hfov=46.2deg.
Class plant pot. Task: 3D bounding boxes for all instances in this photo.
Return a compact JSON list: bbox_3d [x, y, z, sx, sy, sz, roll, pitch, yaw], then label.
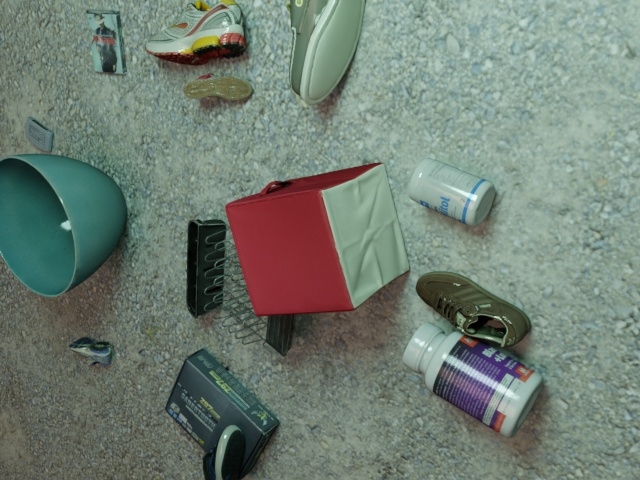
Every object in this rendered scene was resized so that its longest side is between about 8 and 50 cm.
[{"bbox_3d":[-0.520,-0.053,1.548,0.290,0.195,0.290,15,116,32],"label":"plant pot"}]

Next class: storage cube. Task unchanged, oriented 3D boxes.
[{"bbox_3d":[0.000,0.000,1.180,0.193,0.184,0.214,-8,102,38],"label":"storage cube"}]

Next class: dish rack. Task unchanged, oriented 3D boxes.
[{"bbox_3d":[-0.145,0.091,1.374,0.272,0.074,0.208,31,127,41],"label":"dish rack"}]

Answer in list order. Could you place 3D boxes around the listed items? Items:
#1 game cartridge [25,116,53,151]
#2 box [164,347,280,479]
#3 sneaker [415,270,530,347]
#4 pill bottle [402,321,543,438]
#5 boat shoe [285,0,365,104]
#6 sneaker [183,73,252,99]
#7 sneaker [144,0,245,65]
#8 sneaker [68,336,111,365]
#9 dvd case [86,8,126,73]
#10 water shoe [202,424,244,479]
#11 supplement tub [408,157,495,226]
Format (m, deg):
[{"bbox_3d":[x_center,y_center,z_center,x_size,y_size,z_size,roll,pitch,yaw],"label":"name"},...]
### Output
[{"bbox_3d":[-0.629,-0.235,1.679,0.083,0.017,0.056,34,122,22],"label":"game cartridge"},{"bbox_3d":[-0.211,0.366,1.571,0.233,0.059,0.183,40,127,17],"label":"box"},{"bbox_3d":[0.218,0.102,1.126,0.189,0.071,0.066,21,120,29],"label":"sneaker"},{"bbox_3d":[0.227,0.204,1.137,0.194,0.108,0.108,29,123,25],"label":"pill bottle"},{"bbox_3d":[0.006,-0.351,1.085,0.091,0.109,0.304,29,117,26],"label":"boat shoe"},{"bbox_3d":[-0.172,-0.268,1.304,0.119,0.067,0.042,1,109,6],"label":"sneaker"},{"bbox_3d":[-0.211,-0.353,1.278,0.225,0.088,0.092,1,88,37],"label":"sneaker"},{"bbox_3d":[-0.555,0.273,1.805,0.135,0.052,0.058,7,116,36],"label":"sneaker"},{"bbox_3d":[-0.415,-0.385,1.454,0.087,0.013,0.119,14,115,33],"label":"dvd case"},{"bbox_3d":[-0.208,0.448,1.517,0.080,0.073,0.203,25,121,28],"label":"water shoe"},{"bbox_3d":[0.189,-0.070,1.080,0.107,0.071,0.071,26,122,27],"label":"supplement tub"}]
